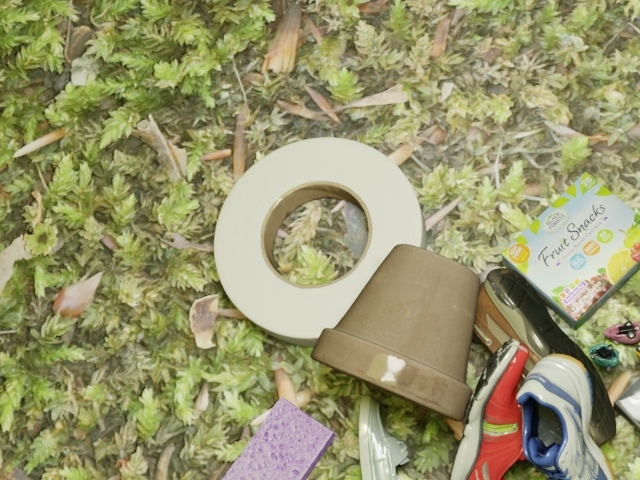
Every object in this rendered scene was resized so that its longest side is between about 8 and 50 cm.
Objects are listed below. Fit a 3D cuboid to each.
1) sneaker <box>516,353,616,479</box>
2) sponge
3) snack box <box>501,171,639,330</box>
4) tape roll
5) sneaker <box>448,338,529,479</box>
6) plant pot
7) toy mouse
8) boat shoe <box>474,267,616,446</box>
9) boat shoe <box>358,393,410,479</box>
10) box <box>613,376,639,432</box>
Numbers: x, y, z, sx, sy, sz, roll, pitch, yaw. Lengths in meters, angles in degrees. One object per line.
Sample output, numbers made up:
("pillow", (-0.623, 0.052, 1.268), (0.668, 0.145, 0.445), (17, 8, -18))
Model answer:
("sneaker", (0.352, 0.324, 1.455), (0.112, 0.131, 0.296), (-8, 104, 44))
("sponge", (-0.079, 0.382, 1.660), (0.117, 0.031, 0.210), (32, 80, 23))
("snack box", (0.438, 0.017, 1.644), (0.207, 0.070, 0.174), (-42, 65, -5))
("tape roll", (0.000, 0.000, 1.767), (0.392, 0.072, 0.392), (-5, 68, 12))
("sneaker", (0.289, 0.285, 1.530), (0.118, 0.107, 0.279), (17, 109, 10))
("plant pot", (0.145, 0.135, 1.556), (0.263, 0.263, 0.229), (21, 83, 21))
("toy mouse", (0.481, 0.172, 1.569), (0.143, 0.031, 0.161), (-3, 27, 34))
("boat shoe", (0.349, 0.200, 1.583), (0.120, 0.123, 0.324), (-44, 68, 31))
("boat shoe", (0.107, 0.364, 1.600), (0.081, 0.079, 0.227), (-6, 72, 3))
("box", (0.605, 0.243, 1.518), (0.231, 0.056, 0.183), (-41, 65, -4))
